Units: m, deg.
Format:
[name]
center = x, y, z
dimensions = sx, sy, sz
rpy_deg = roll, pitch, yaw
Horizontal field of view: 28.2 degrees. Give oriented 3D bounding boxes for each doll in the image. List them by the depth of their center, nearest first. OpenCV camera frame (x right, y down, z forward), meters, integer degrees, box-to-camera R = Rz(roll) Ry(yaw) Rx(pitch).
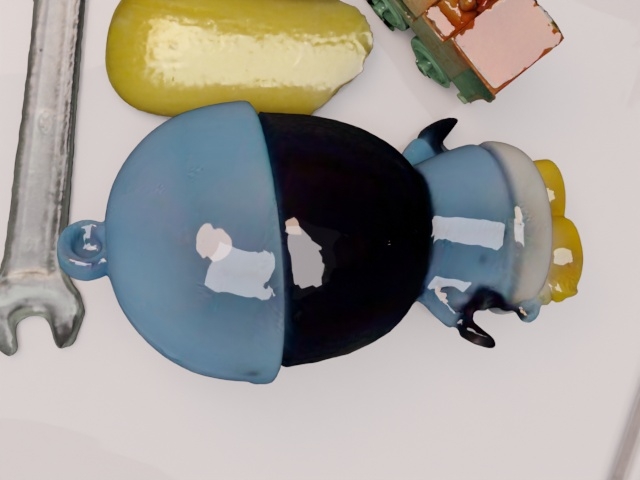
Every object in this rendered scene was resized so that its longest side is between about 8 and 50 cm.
[doll]
center = 0.000, 0.000, 0.775
dimensions = 0.314, 0.141, 0.177
rpy_deg = -1, 60, -14

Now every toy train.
[toy train]
center = 0.066, -0.165, 0.781
dimensions = 0.074, 0.118, 0.176
rpy_deg = -38, 95, -4

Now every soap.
[soap]
center = -0.053, -0.118, 0.818
dimensions = 0.169, 0.033, 0.089
rpy_deg = 7, 93, -3

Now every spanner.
[spanner]
center = -0.177, -0.074, 0.821
dimensions = 0.071, 0.017, 0.301
rpy_deg = 5, 92, -3
